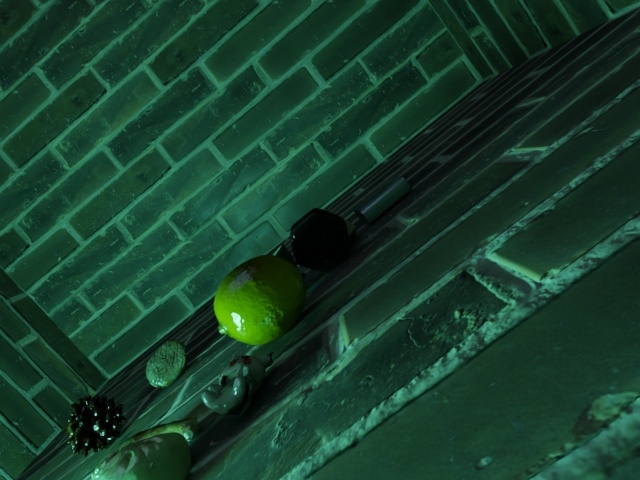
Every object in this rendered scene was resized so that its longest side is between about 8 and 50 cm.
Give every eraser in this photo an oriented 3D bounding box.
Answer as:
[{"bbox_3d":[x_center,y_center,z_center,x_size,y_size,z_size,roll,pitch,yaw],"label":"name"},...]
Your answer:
[{"bbox_3d":[0.258,-0.168,1.825,0.227,0.081,0.174,-39,9,-2],"label":"eraser"}]

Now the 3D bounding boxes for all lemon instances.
[{"bbox_3d":[-0.175,0.174,1.303,0.260,0.260,0.284,-32,8,38],"label":"lemon"}]

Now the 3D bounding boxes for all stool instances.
[{"bbox_3d":[0.000,0.000,1.596,0.232,0.232,0.141,-38,10,5],"label":"stool"}]

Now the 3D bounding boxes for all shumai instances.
[{"bbox_3d":[-0.654,0.541,1.871,0.153,0.161,0.210,108,166,-49],"label":"shumai"}]

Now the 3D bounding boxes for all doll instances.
[{"bbox_3d":[-0.191,0.338,1.035,0.149,0.095,0.192,-31,8,12],"label":"doll"}]

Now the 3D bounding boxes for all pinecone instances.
[{"bbox_3d":[-0.841,0.685,1.642,0.221,0.221,0.221,-38,8,7],"label":"pinecone"}]

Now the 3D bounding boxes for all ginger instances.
[{"bbox_3d":[-0.426,0.523,1.126,0.294,0.086,0.131,-31,-11,22],"label":"ginger"}]

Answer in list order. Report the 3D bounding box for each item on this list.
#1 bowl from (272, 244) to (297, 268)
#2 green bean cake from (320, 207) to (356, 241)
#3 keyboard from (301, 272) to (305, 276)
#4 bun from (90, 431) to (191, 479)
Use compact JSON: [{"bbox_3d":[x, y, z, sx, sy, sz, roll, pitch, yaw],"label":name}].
[{"bbox_3d":[-0.170,0.170,1.570,0.289,0.146,0.289,-51,5,6],"label":"bowl"},{"bbox_3d":[0.045,-0.045,1.747,0.109,0.179,0.085,-39,-28,-43],"label":"green bean cake"},{"bbox_3d":[-0.161,0.210,1.842,0.250,0.017,0.087,-35,11,32],"label":"keyboard"},{"bbox_3d":[-0.385,0.490,0.910,0.229,0.145,0.229,-41,9,8],"label":"bun"}]
